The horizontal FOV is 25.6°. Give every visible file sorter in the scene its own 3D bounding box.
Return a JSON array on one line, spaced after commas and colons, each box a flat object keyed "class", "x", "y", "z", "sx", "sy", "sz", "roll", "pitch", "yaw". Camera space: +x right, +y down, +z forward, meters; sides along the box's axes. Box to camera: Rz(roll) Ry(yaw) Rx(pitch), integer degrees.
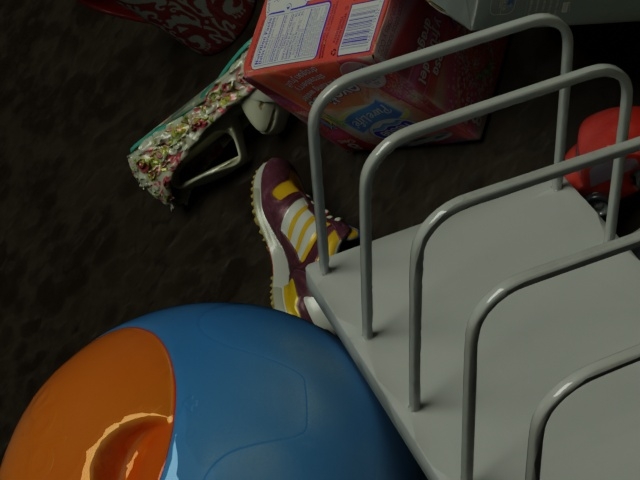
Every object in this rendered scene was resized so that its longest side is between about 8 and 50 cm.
[{"class": "file sorter", "x": 0.128, "y": 0.022, "z": 0.795, "sx": 0.193, "sy": 0.173, "sz": 0.278, "roll": -19, "pitch": 45, "yaw": -15}]

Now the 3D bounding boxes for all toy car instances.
[{"class": "toy car", "x": 0.269, "y": -0.110, "z": 0.922, "sx": 0.239, "sy": 0.053, "sz": 0.225, "roll": 8, "pitch": 62, "yaw": 56}]

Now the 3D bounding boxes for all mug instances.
[{"class": "mug", "x": -0.163, "y": -0.266, "z": 1.393, "sx": 0.150, "sy": 0.169, "sz": 0.113, "roll": 18, "pitch": 79, "yaw": 50}]

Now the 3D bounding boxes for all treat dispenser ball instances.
[{"class": "treat dispenser ball", "x": -0.066, "y": 0.184, "z": 0.912, "sx": 0.288, "sy": 0.288, "sz": 0.288, "roll": -25, "pitch": 50, "yaw": 33}]

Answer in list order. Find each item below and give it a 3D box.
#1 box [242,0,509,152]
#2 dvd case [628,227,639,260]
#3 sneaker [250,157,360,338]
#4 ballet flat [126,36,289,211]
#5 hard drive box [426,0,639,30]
[{"class": "box", "x": 0.070, "y": -0.237, "z": 1.160, "sx": 0.154, "sy": 0.142, "sz": 0.300, "roll": -3, "pitch": 63, "yaw": 44}, {"class": "dvd case", "x": 0.217, "y": 0.074, "z": 0.900, "sx": 0.238, "sy": 0.029, "sz": 0.179, "roll": -35, "pitch": 44, "yaw": 23}, {"class": "sneaker", "x": 0.000, "y": 0.000, "z": 1.145, "sx": 0.084, "sy": 0.069, "sz": 0.185, "roll": -27, "pitch": 54, "yaw": 20}, {"class": "ballet flat", "x": -0.076, "y": -0.113, "z": 1.292, "sx": 0.241, "sy": 0.091, "sz": 0.077, "roll": -39, "pitch": 73, "yaw": 27}, {"class": "hard drive box", "x": 0.162, "y": -0.223, "z": 0.985, "sx": 0.181, "sy": 0.232, "sz": 0.089, "roll": 47, "pitch": 137, "yaw": 50}]
